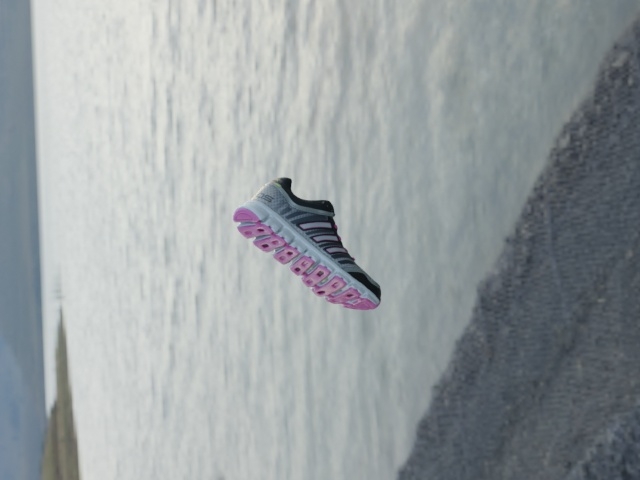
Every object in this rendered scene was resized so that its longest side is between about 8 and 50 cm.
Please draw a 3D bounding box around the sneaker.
[{"bbox_3d":[0.000,0.000,0.985,0.075,0.170,0.063,-58,13,-28],"label":"sneaker"}]
